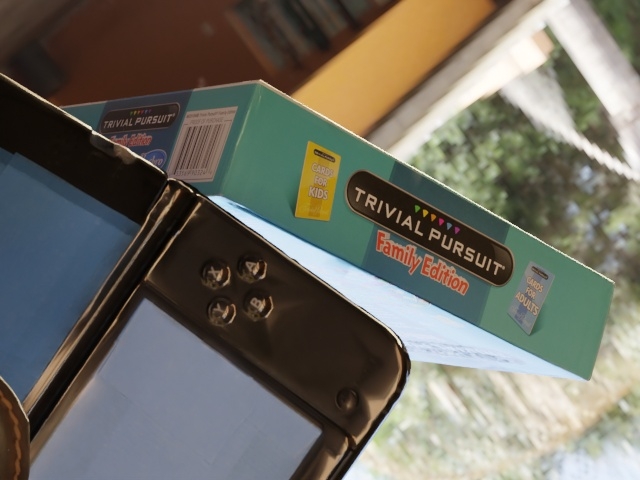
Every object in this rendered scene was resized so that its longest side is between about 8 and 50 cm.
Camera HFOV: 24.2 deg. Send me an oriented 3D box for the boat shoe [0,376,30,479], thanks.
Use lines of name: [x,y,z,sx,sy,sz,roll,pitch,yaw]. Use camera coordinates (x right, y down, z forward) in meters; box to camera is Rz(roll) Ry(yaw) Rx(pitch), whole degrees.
boat shoe: [-0.187,0.037,0.405,0.130,0.132,0.355,-18,156,24]

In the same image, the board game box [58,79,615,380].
board game box: [0.000,0.000,1.051,0.253,0.336,0.079,2,-110,52]

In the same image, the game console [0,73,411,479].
game console: [-0.139,0.105,0.761,0.293,0.250,0.173,-56,167,4]
